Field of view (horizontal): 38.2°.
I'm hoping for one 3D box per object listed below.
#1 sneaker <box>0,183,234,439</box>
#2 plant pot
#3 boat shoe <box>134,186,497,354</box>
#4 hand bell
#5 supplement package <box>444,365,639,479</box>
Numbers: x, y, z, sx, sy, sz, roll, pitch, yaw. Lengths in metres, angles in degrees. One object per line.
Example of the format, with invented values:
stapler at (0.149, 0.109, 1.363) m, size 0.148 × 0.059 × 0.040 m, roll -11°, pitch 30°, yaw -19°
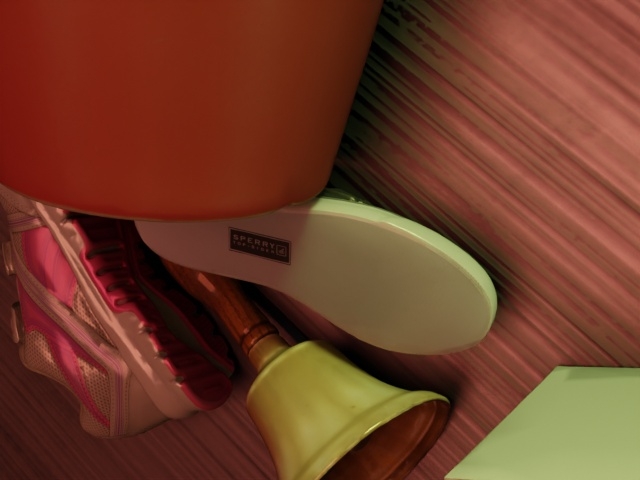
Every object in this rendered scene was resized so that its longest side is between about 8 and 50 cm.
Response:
sneaker at (-0.171, 0.030, 0.627) m, size 0.111 × 0.103 × 0.252 m, roll -37°, pitch 77°, yaw 17°
plant pot at (-0.080, -0.154, 0.495) m, size 0.274 × 0.275 × 0.243 m, roll 15°, pitch 113°, yaw 25°
boat shoe at (0.000, 0.000, 0.558) m, size 0.228 × 0.076 × 0.080 m, roll 14°, pitch 118°, yaw 19°
hand bell at (-0.045, 0.058, 0.588) m, size 0.242 × 0.126 × 0.126 m, roll 47°, pitch 114°, yaw 27°
supplement package at (0.188, 0.209, 0.419) m, size 0.198 × 0.199 × 0.263 m, roll -2°, pitch 95°, yaw 28°
